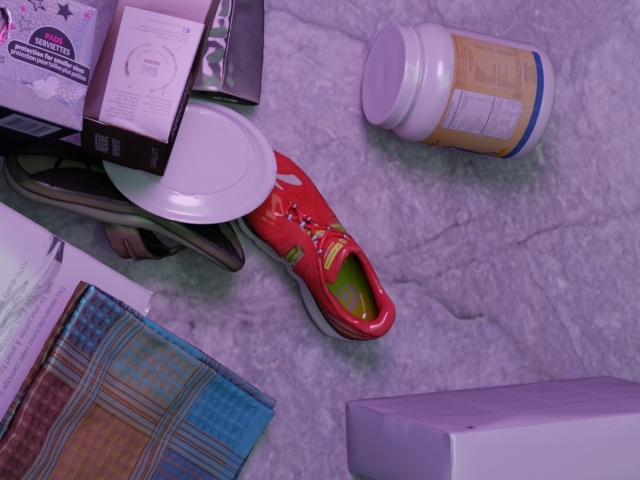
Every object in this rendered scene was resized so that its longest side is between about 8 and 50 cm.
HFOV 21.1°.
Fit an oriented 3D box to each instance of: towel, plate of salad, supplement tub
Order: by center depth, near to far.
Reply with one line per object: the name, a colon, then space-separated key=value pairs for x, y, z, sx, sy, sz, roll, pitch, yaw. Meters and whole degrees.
towel: x=-0.205 y=0.230 z=1.867 sx=0.370 sy=0.040 sz=0.271 roll=40 pitch=73 yaw=-50
plate of salad: x=-0.148 y=-0.087 z=1.937 sx=0.199 sy=0.048 sz=0.200 roll=8 pitch=47 yaw=-8
supplement tub: x=0.164 y=-0.181 z=2.061 sx=0.199 sy=0.144 sz=0.144 roll=9 pitch=87 yaw=-22

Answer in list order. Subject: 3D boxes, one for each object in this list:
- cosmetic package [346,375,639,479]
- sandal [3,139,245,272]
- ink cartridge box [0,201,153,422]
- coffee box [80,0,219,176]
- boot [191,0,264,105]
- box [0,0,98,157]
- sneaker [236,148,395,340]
cosmetic package: x=0.257 y=0.232 z=2.026 sx=0.377 sy=0.284 sz=0.097 roll=-3 pitch=91 yaw=-22
sandal: x=-0.222 y=-0.032 z=1.933 sx=0.302 sy=0.120 sz=0.086 roll=20 pitch=120 yaw=-25
ink cartridge box: x=-0.372 y=0.077 z=1.846 sx=0.307 sy=0.129 sz=0.223 roll=33 pitch=78 yaw=-20
coffee box: x=-0.175 y=-0.210 z=1.843 sx=0.098 sy=0.141 sz=0.247 roll=17 pitch=75 yaw=-2
boot: x=-0.136 y=-0.273 z=1.984 sx=0.189 sy=0.076 sz=0.209 roll=15 pitch=91 yaw=-20
box: x=-0.372 y=-0.193 z=1.729 sx=0.247 sy=0.163 sz=0.142 roll=16 pitch=72 yaw=-37
sneaker: x=0.000 y=0.000 z=2.007 sx=0.107 sy=0.118 sz=0.279 roll=-43 pitch=105 yaw=-17
